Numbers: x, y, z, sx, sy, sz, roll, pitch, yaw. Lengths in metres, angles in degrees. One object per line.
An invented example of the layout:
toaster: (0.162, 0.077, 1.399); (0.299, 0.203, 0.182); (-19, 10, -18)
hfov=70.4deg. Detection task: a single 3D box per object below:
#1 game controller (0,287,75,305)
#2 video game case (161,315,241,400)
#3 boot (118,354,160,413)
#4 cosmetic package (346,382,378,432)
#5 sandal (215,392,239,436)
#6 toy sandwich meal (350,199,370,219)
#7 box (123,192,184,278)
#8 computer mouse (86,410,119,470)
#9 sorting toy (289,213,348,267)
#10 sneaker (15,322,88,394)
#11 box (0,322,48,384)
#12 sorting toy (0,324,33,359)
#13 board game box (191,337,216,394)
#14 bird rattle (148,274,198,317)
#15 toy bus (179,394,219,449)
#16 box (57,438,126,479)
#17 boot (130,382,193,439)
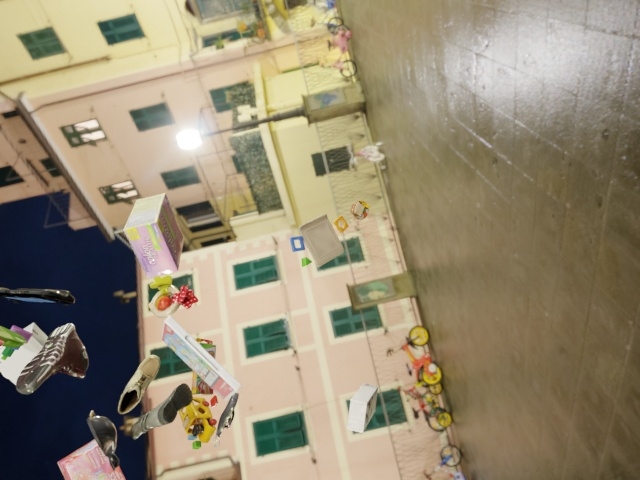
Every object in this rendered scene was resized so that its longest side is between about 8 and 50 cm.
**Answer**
game controller: (-1.190, 0.233, 1.878); (0.166, 0.318, 0.067); (28, -117, -72)
video game case: (-0.362, 0.358, 1.351); (0.285, 0.025, 0.204); (43, 147, 3)
boot: (-0.683, 0.542, 1.715); (0.077, 0.213, 0.165); (36, 165, -11)
cosmetic package: (0.150, 0.573, 1.569); (0.239, 0.060, 0.099); (13, -94, -74)
sandal: (-0.396, 0.766, 1.963); (0.097, 0.054, 0.255); (-88, 23, -59)
toy sandwich meal: (0.155, -0.117, 1.738); (0.029, 0.085, 0.086); (15, 122, 62)
box: (-0.608, -0.023, 1.687); (0.243, 0.117, 0.214); (-106, 3, -59)
computer mouse: (-0.692, 0.600, 1.449); (0.184, 0.060, 0.262); (43, 144, 33)
sorting toy: (0.000, 0.000, 1.991); (0.047, 0.347, 0.196); (-22, 95, 50)
sneaker: (-0.804, 0.398, 1.413); (0.281, 0.106, 0.163); (-91, -21, -61)
box: (-1.210, 0.475, 1.874); (0.119, 0.181, 0.181); (35, 155, 57)
sorting toy: (-0.956, 0.319, 1.308); (0.126, 0.127, 0.365); (-63, 8, -14)
board game box: (-0.555, 0.601, 2.166); (0.124, 0.039, 0.260); (33, -133, -55)
bird rattle: (-0.747, 0.297, 2.267); (0.253, 0.207, 0.143); (29, 162, 24)
toy bus: (-0.483, 0.706, 1.767); (0.104, 0.202, 0.191); (21, -124, -38)
box: (-0.759, 0.858, 1.564); (0.154, 0.142, 0.300); (-24, 91, 47)
boot: (-0.585, 0.619, 1.666); (0.084, 0.161, 0.246); (63, -169, -3)
